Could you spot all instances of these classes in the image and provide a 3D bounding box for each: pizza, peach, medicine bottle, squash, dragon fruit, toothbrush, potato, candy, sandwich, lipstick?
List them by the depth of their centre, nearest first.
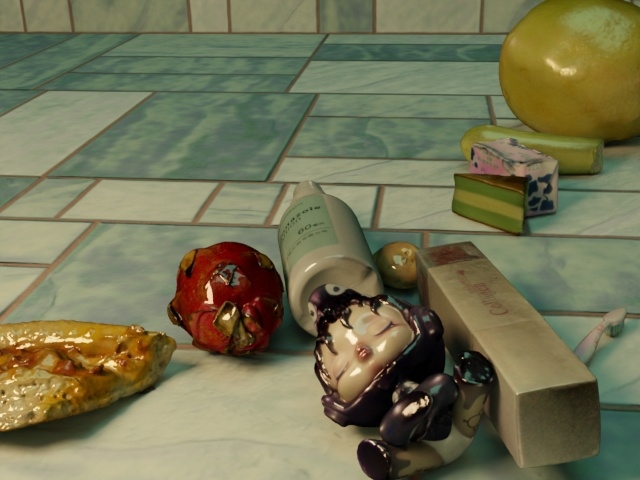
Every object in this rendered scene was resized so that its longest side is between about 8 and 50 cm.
[{"bbox_3d":[-0.327,0.136,0.844,0.365,0.074,0.182,-4,14,-6],"label":"pizza"},{"bbox_3d":[0.174,0.095,0.870,0.076,0.080,0.371,-9,18,-4],"label":"lipstick"},{"bbox_3d":[0.267,0.127,0.900,0.021,0.027,0.269,1,19,42],"label":"toothbrush"},{"bbox_3d":[-0.099,0.060,0.994,0.125,0.125,0.246,-12,5,8],"label":"dragon fruit"},{"bbox_3d":[0.100,0.032,1.103,0.068,0.062,0.083,2,-4,-34],"label":"potato"},{"bbox_3d":[0.000,0.000,1.107,0.110,0.110,0.352,-4,23,-6],"label":"medicine bottle"},{"bbox_3d":[0.247,-0.056,1.275,0.116,0.074,0.074,6,23,18],"label":"sandwich"},{"bbox_3d":[0.306,-0.105,1.366,0.073,0.092,0.160,-12,24,-20],"label":"candy"},{"bbox_3d":[0.371,-0.158,1.508,0.250,0.083,0.083,7,24,13],"label":"squash"},{"bbox_3d":[0.516,-0.330,1.653,0.314,0.281,0.315,-10,33,-34],"label":"peach"}]

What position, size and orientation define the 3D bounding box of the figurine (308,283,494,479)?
[{"bbox_3d":[0.069,0.119,0.815,0.145,0.145,0.222,-11,34,-22],"label":"figurine"}]
